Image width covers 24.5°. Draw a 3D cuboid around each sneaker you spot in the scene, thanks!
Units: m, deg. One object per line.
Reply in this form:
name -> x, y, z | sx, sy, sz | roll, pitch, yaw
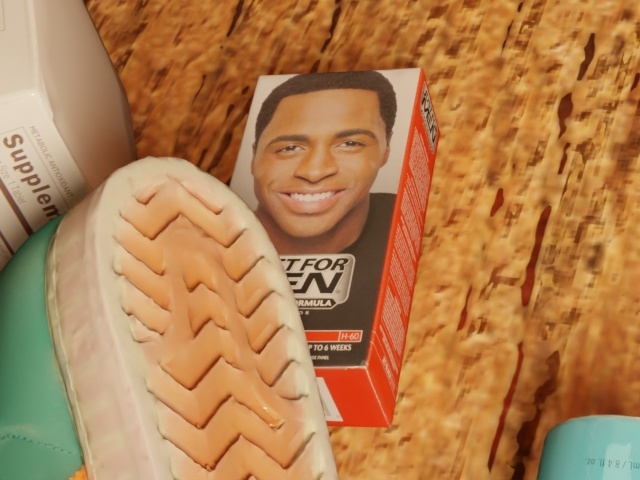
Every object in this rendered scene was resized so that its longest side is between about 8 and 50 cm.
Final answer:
sneaker -> -0.055, 0.130, 0.444 | 0.121, 0.108, 0.302 | -33, 54, 37

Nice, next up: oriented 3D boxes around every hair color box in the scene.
hair color box -> 0.000, 0.000, 0.559 | 0.072, 0.043, 0.141 | -2, 52, 17

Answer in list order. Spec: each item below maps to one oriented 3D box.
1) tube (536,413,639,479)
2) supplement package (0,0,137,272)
tube -> 0.076, 0.152, 0.415 | 0.080, 0.052, 0.207 | 3, 58, 17
supplement package -> -0.204, -0.025, 0.578 | 0.244, 0.139, 0.134 | -16, 50, 2
